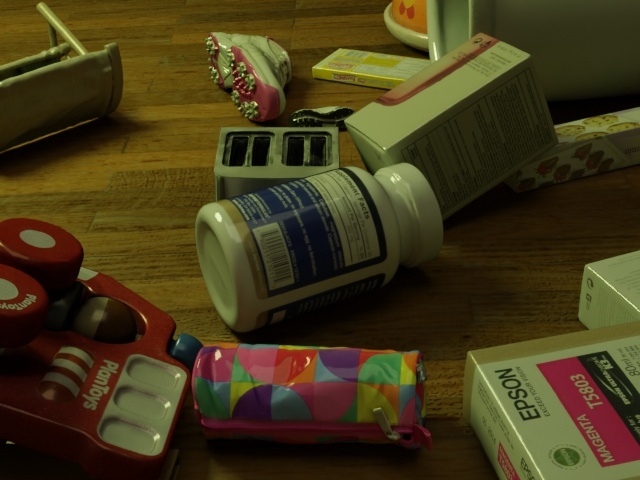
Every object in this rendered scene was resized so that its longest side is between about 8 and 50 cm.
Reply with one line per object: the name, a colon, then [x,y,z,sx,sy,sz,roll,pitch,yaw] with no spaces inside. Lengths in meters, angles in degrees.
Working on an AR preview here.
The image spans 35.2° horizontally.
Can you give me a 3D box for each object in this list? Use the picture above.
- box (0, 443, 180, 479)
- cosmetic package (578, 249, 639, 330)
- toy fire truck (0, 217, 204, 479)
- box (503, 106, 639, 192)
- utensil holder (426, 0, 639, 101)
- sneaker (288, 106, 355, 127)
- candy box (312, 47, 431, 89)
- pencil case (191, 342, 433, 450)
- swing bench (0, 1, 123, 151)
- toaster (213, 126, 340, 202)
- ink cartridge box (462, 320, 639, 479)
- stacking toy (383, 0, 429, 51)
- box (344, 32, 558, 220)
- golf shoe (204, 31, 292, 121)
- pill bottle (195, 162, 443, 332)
box: [-0.242,0.248,0.917,0.201,0.021,0.164,0,31,8]
cosmetic package: [0.379,0.099,1.037,0.117,0.086,0.231,-13,34,-15]
toy fire truck: [-0.248,0.118,1.015,0.253,0.169,0.302,21,21,-5]
box: [0.409,-0.141,1.453,0.323,0.063,0.067,-13,33,-14]
utensil holder: [0.387,-0.377,1.609,0.385,0.328,0.328,-3,30,-4]
sneaker: [0.001,-0.195,1.628,0.109,0.040,0.044,-4,14,-6]
candy box: [0.099,-0.305,1.804,0.205,0.027,0.105,13,37,27]
pencil case: [-0.007,0.151,0.981,0.236,0.104,0.104,1,31,10]
swing bench: [-0.493,-0.250,1.657,0.253,0.165,0.254,-26,42,-33]
toaster: [-0.057,-0.072,1.324,0.168,0.110,0.186,0,34,1]
ink cartridge box: [0.256,0.181,0.906,0.193,0.088,0.235,-8,32,-9]
stacking toy: [0.285,-0.604,1.842,0.350,0.480,0.351,-3,30,2]
box: [0.174,-0.144,1.339,0.232,0.149,0.127,-33,35,-8]
golf shoe: [-0.100,-0.294,1.730,0.140,0.115,0.306,-11,32,-18]
pill bottle: [0.000,0.000,1.178,0.264,0.153,0.153,-16,33,-21]
